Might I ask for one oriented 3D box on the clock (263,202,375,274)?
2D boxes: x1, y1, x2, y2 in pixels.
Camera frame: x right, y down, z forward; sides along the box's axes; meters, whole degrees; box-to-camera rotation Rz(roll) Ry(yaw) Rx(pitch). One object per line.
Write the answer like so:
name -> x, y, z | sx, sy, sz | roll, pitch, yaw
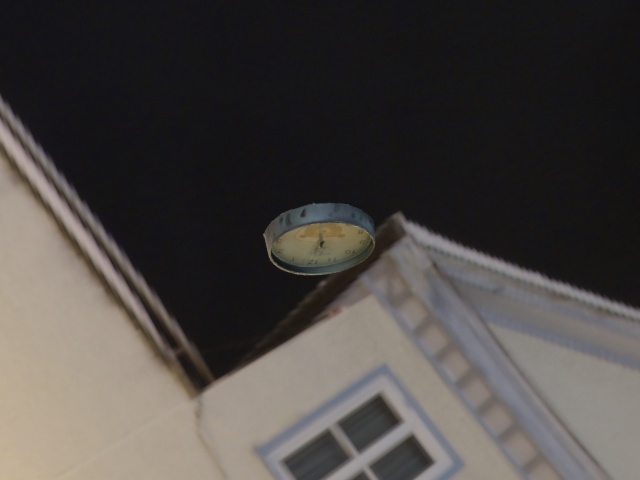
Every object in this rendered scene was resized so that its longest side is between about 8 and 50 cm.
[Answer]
clock -> 0.000, 0.000, 1.070 | 0.085, 0.085, 0.017 | -44, -137, 47
